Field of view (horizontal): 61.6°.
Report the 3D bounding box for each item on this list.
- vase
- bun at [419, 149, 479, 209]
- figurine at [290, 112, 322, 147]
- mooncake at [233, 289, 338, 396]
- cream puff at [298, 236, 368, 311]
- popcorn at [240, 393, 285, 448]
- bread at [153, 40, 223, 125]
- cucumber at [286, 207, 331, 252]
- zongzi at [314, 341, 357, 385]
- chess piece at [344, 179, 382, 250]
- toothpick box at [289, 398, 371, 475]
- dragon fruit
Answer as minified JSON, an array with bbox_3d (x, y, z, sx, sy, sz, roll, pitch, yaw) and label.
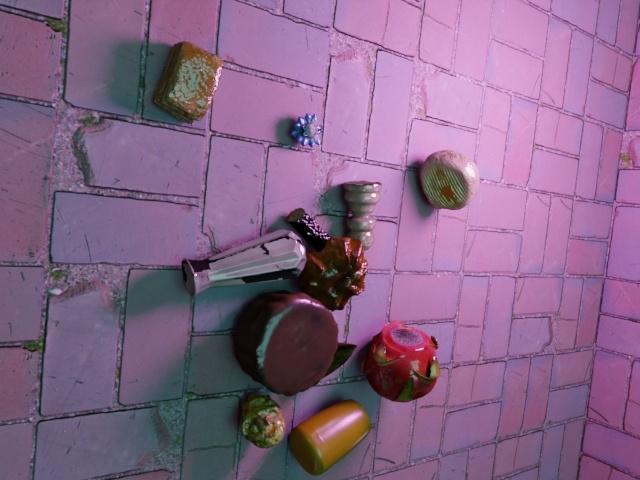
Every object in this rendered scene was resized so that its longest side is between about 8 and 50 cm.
[{"bbox_3d":[-0.224,0.072,1.610,0.359,0.165,0.165,-14,104,-30],"label":"vase"},{"bbox_3d":[0.489,-0.237,2.047,0.153,0.243,0.244,-47,123,-48],"label":"bun"},{"bbox_3d":[-0.049,-0.350,1.716,0.114,0.079,0.114,-11,109,-35],"label":"figurine"},{"bbox_3d":[-0.113,0.314,1.695,0.323,0.187,0.324,-6,100,-36],"label":"mooncake"},{"bbox_3d":[0.044,0.115,1.766,0.240,0.155,0.269,-21,122,-6],"label":"cream puff"},{"bbox_3d":[-0.184,0.569,1.701,0.142,0.173,0.174,-35,115,-9],"label":"popcorn"},{"bbox_3d":[-0.361,-0.433,1.473,0.138,0.102,0.196,23,84,-32],"label":"bread"},{"bbox_3d":[-0.002,0.001,1.800,0.300,0.072,0.072,45,71,-34],"label":"cucumber"},{"bbox_3d":[0.017,0.417,1.791,0.205,0.204,0.094,-40,99,-24],"label":"zongzi"},{"bbox_3d":[0.143,-0.082,1.865,0.133,0.133,0.244,-7,104,-34],"label":"chess piece"},{"bbox_3d":[0.044,0.668,1.861,0.271,0.175,0.175,-22,108,-35],"label":"toothpick box"},{"bbox_3d":[0.299,0.419,1.933,0.290,0.290,0.190,-21,129,-31],"label":"dragon fruit"}]
